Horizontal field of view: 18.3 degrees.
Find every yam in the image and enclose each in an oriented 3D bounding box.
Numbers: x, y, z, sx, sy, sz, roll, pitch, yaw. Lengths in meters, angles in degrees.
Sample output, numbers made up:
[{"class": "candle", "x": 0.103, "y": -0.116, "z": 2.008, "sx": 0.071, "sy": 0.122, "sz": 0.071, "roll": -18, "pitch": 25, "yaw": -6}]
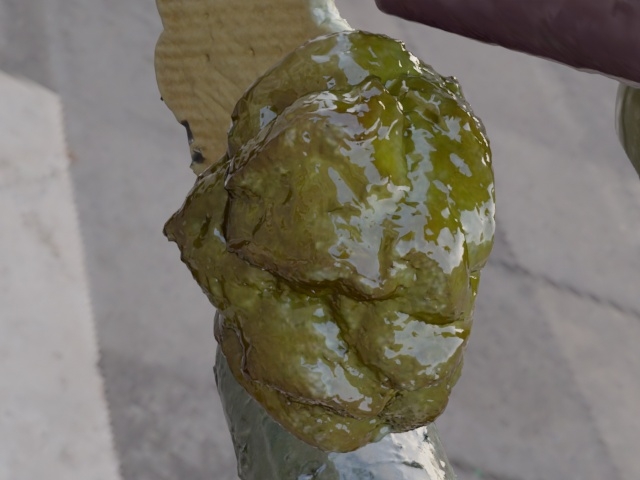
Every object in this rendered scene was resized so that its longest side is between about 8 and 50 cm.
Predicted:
[{"class": "yam", "x": 0.012, "y": 0.159, "z": 1.542, "sx": 0.161, "sy": 0.161, "sz": 0.268, "roll": 19, "pitch": 29, "yaw": -27}]

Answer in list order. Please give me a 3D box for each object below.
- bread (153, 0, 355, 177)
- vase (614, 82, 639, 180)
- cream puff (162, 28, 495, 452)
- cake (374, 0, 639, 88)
[{"class": "bread", "x": -0.058, "y": -0.158, "z": 1.851, "sx": 0.054, "sy": 0.316, "sz": 0.316, "roll": -19, "pitch": 54, "yaw": -36}, {"class": "vase", "x": 0.363, "y": -0.138, "z": 1.420, "sx": 0.241, "sy": 0.302, "sz": 0.329, "roll": 39, "pitch": 21, "yaw": -31}, {"class": "cream puff", "x": 0.017, "y": -0.001, "z": 1.210, "sx": 0.196, "sy": 0.244, "sz": 0.244, "roll": 29, "pitch": 24, "yaw": -21}, {"class": "cake", "x": 0.187, "y": -0.233, "z": 1.156, "sx": 0.237, "sy": 0.230, "sz": 0.309, "roll": -21, "pitch": 32, "yaw": -40}]
